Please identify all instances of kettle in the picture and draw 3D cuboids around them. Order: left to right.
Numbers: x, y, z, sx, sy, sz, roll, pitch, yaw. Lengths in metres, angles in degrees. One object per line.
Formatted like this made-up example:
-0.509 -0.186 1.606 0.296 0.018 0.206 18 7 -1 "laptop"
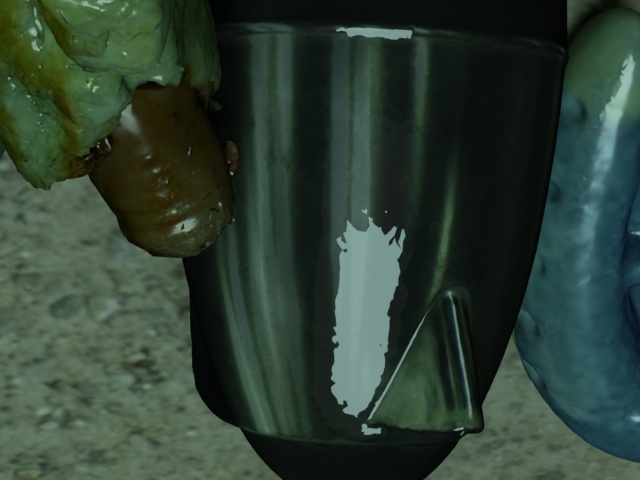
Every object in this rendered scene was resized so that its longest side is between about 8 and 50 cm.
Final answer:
0.000 0.000 0.821 0.250 0.207 0.271 1 90 26 "kettle"

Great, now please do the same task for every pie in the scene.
-0.118 -0.143 0.658 0.105 0.257 0.274 -22 153 -5 "pie"

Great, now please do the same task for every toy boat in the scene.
0.225 0.015 0.976 0.215 0.123 0.330 1 127 -9 "toy boat"

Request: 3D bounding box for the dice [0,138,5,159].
-0.291 -0.143 0.701 0.264 0.262 0.268 -11 130 2 "dice"
